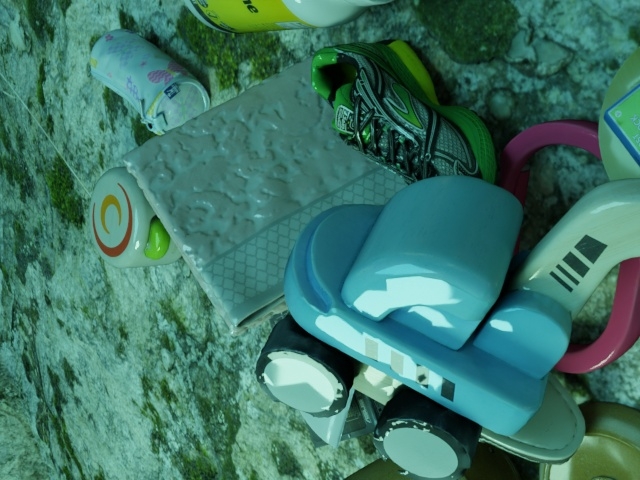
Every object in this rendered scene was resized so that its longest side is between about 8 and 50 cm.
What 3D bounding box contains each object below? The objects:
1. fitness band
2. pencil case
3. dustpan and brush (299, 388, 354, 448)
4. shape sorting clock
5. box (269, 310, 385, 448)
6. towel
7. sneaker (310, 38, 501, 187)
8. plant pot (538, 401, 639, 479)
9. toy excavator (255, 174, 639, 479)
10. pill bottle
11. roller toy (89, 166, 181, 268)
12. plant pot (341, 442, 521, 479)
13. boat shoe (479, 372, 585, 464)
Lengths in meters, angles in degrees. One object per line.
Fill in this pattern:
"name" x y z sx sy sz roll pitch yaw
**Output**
"fitness band" 0.278 0.008 0.978 0.209 0.054 0.291 23 119 44
"pencil case" -0.315 -0.287 1.581 0.273 0.124 0.113 42 171 39
"dustpan and brush" -0.015 0.199 1.318 0.211 0.060 0.147 28 111 37
"shape sorting clock" 0.365 -0.106 0.817 0.206 0.040 0.206 2 93 35
"box" 0.019 0.196 1.357 0.183 0.056 0.231 -34 74 52
"towel" -0.051 -0.077 1.157 0.317 0.331 0.053 55 166 24
"sneaker" 0.093 -0.122 1.057 0.344 0.146 0.134 56 142 39
"plant pot" 0.342 0.304 1.000 0.236 0.032 0.237 20 116 48
"toy excavator" 0.191 0.042 0.835 0.432 0.222 0.445 27 136 4
"pill bottle" -0.035 -0.373 1.143 0.333 0.187 0.188 12 110 50
"roller toy" -0.339 -0.047 1.665 0.191 0.146 0.210 -27 73 43
"plant pot" 0.141 0.367 1.148 0.254 0.237 0.237 -50 61 29
"boat shoe" 0.180 0.183 1.078 0.324 0.116 0.097 27 151 34
